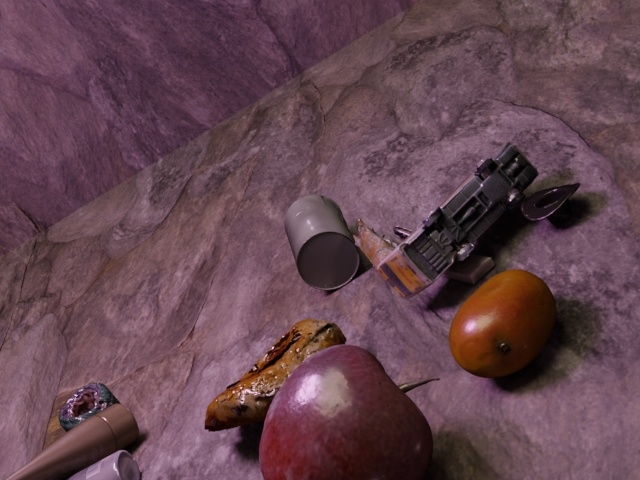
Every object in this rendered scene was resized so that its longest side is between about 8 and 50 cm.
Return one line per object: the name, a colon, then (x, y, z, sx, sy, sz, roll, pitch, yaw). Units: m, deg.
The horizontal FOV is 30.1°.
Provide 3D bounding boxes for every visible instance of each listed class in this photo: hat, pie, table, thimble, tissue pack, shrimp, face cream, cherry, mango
hat: (0.404, -0.060, 2.047, 0.121, 0.050, 0.121, -27, 16, 8)
pie: (-0.074, 0.225, 1.990, 0.308, 0.085, 0.308, -40, 2, 2)
table: (0.000, 0.000, 2.390, 0.126, 0.126, 0.220, -32, 21, 5)
thimble: (-0.449, 0.349, 2.348, 0.118, 0.090, 0.135, -42, 25, -12)
tissue pack: (0.252, 0.046, 2.079, 0.056, 0.023, 0.108, -40, 22, -19)
shrimp: (0.139, 0.006, 2.249, 0.126, 0.047, 0.223, -23, 35, -15)
face cream: (-0.452, 0.465, 2.129, 0.269, 0.073, 0.107, -29, 6, 12)
cherry: (0.041, 0.262, 1.656, 0.285, 0.213, 0.236, -34, 35, 4)
face cream: (-0.484, 0.404, 2.154, 0.341, 0.084, 0.137, -28, -10, -40)
mango: (0.276, 0.117, 1.770, 0.152, 0.120, 0.221, -16, 21, 41)

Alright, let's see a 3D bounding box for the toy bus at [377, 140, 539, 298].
toy bus: (0.245, -0.036, 2.085, 0.342, 0.097, 0.138, -43, -1, -34)
